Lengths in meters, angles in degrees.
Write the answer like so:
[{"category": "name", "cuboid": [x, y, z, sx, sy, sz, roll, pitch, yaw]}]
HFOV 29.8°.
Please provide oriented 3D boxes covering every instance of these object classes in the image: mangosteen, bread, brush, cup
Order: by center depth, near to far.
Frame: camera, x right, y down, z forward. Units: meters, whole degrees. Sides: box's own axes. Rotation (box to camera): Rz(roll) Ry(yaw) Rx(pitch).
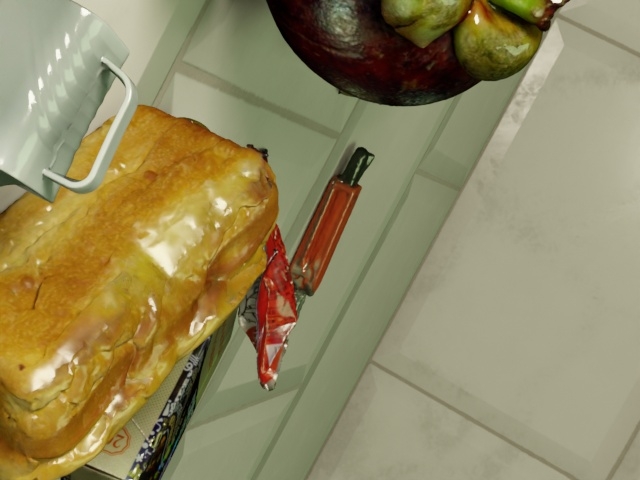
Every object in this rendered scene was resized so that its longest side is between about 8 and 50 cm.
[{"category": "cup", "cuboid": [-0.188, -0.093, 0.809, 0.129, 0.128, 0.095, -62, 165, -6]}, {"category": "bread", "cuboid": [-0.182, 0.042, 0.985, 0.344, 0.195, 0.149, -47, 155, -39]}, {"category": "mangosteen", "cuboid": [0.095, -0.259, 1.137, 0.300, 0.300, 0.300, -56, 166, -21]}, {"category": "brush", "cuboid": [-0.001, 0.000, 1.894, 0.070, 0.051, 0.323, -32, 146, -77]}]

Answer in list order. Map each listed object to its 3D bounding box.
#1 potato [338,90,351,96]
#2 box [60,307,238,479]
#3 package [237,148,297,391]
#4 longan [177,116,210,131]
[{"category": "potato", "cuboid": [0.120, -0.258, 1.660, 0.182, 0.117, 0.202, -63, 168, 24]}, {"category": "box", "cuboid": [-0.181, 0.164, 1.326, 0.198, 0.084, 0.310, 109, 5, -54]}, {"category": "package", "cuboid": [-0.063, 0.036, 1.447, 0.194, 0.071, 0.269, -113, -155, -74]}, {"category": "longan", "cuboid": [-0.140, -0.082, 1.159, 0.083, 0.075, 0.075, -16, 158, -5]}]
